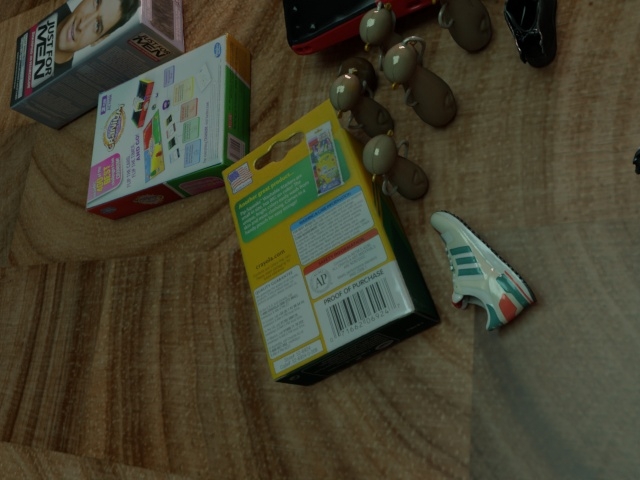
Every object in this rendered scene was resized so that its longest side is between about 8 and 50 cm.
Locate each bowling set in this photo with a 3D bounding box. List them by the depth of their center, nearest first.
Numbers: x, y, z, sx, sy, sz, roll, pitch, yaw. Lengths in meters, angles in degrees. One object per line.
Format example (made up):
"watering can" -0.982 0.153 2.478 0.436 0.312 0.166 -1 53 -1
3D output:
"bowling set" 0.072 -0.207 0.807 0.200 0.154 0.286 17 83 36

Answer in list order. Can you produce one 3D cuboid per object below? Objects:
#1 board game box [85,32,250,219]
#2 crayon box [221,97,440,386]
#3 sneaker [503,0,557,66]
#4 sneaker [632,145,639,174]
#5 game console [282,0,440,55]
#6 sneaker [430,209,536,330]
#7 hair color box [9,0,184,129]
"board game box" -0.264 -0.187 1.083 0.317 0.064 0.242 -13 67 30
"crayon box" 0.000 0.000 0.829 0.203 0.083 0.322 -30 60 22
"sneaker" 0.250 -0.276 0.751 0.051 0.089 0.170 -11 68 31
"sneaker" 0.423 -0.088 0.585 0.237 0.085 0.086 -2 47 37
"game console" 0.086 -0.487 0.911 0.342 0.060 0.386 -17 68 27
"sneaker" 0.165 0.034 0.721 0.075 0.057 0.161 -45 58 7
"hair color box" -0.444 -0.385 1.243 0.375 0.114 0.185 -20 64 27
